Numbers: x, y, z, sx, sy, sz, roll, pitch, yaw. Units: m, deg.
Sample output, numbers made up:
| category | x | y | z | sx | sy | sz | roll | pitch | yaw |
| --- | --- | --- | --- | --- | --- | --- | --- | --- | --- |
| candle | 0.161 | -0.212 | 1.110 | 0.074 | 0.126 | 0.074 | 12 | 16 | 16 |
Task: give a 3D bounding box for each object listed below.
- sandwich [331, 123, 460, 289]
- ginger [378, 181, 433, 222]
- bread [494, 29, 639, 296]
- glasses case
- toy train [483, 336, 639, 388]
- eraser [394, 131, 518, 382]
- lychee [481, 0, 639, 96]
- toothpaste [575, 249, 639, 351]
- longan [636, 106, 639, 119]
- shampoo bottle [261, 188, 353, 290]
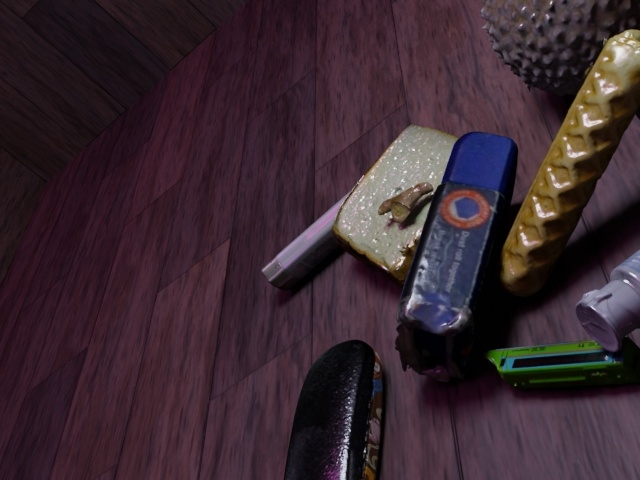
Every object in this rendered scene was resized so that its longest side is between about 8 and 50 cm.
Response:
| category | x | y | z | sx | sy | sz | roll | pitch | yaw |
| --- | --- | --- | --- | --- | --- | --- | --- | --- | --- |
| sandwich | 0.147 | -0.058 | 1.482 | 0.251 | 0.087 | 0.226 | -51 | 38 | -6 |
| ginger | 0.128 | -0.058 | 1.404 | 0.097 | 0.030 | 0.048 | -26 | 44 | 22 |
| bread | 0.311 | -0.085 | 1.136 | 0.368 | 0.077 | 0.084 | -67 | 32 | 26 |
| glasses case | 0.019 | 0.272 | 1.244 | 0.122 | 0.082 | 0.321 | -31 | 32 | 34 |
| toy train | 0.272 | 0.149 | 1.067 | 0.209 | 0.044 | 0.042 | -15 | 41 | 48 |
| eraser | 0.188 | 0.020 | 1.241 | 0.101 | 0.155 | 0.332 | 13 | 56 | 16 |
| lychee | 0.375 | -0.363 | 1.356 | 0.300 | 0.300 | 0.300 | -36 | 29 | 24 |
| toothpaste | 0.411 | 0.008 | 0.996 | 0.299 | 0.073 | 0.114 | -35 | 25 | -10 |
| longan | 0.466 | -0.215 | 1.123 | 0.189 | 0.189 | 0.189 | -36 | 29 | 24 |
| shampoo bottle | 0.000 | 0.000 | 1.641 | 0.227 | 0.086 | 0.056 | -41 | 63 | 16 |
